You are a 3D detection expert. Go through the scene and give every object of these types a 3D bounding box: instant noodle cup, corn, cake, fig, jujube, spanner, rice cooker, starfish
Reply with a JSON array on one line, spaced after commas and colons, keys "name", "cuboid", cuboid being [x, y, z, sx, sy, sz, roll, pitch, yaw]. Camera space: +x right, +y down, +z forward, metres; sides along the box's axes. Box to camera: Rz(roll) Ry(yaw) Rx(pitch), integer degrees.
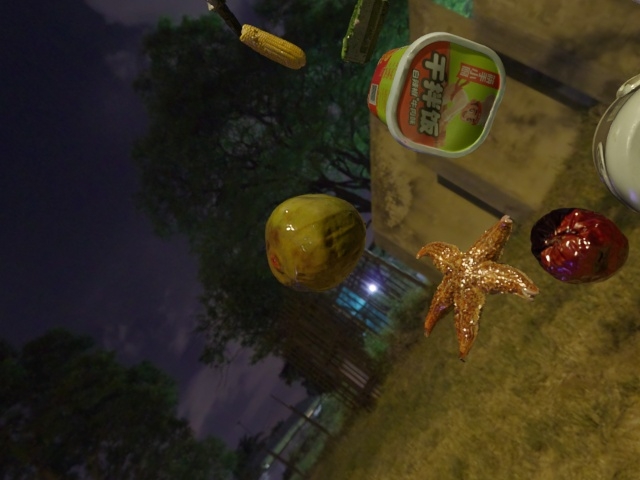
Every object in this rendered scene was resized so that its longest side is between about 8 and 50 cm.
[{"name": "instant noodle cup", "cuboid": [0.264, -0.378, 1.219, 0.293, 0.294, 0.308, -59, 21, 14]}, {"name": "corn", "cuboid": [-0.136, -0.564, 1.392, 0.067, 0.206, 0.067, -56, 21, 36]}, {"name": "cake", "cuboid": [0.143, -0.693, 1.522, 0.235, 0.100, 0.099, 112, 165, -56]}, {"name": "fig", "cuboid": [-0.010, -0.002, 1.557, 0.343, 0.343, 0.343, -48, -18, -21]}, {"name": "jujube", "cuboid": [0.717, 0.019, 1.329, 0.212, 0.213, 0.232, -59, 20, 16]}, {"name": "spanner", "cuboid": [-0.330, -0.736, 1.409, 0.040, 0.095, 0.325, -23, -48, 25]}, {"name": "rice cooker", "cuboid": [0.650, -0.175, 0.857, 0.288, 0.288, 0.277, -62, -13, 23]}, {"name": "starfish", "cuboid": [0.221, 0.060, 0.733, 0.043, 0.240, 0.227, 16, -80, -29]}]

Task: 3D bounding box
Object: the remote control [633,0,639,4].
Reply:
[{"name": "remote control", "cuboid": [0.964, -0.647, 1.266, 0.055, 0.313, 0.109, -43, -20, -10]}]
